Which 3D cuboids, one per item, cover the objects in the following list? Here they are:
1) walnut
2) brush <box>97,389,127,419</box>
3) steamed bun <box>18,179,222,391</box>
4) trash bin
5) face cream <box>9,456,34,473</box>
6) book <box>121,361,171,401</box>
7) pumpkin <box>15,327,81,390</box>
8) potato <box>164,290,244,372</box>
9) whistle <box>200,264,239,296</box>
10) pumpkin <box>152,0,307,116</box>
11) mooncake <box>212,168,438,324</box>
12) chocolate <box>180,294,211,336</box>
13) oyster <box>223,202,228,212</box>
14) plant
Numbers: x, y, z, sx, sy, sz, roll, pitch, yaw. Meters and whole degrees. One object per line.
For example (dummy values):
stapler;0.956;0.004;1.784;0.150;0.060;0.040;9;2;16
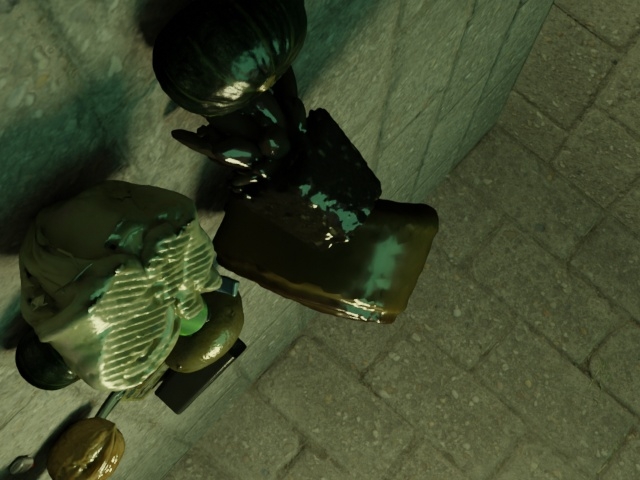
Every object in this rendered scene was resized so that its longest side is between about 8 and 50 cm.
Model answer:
walnut;-0.528;0.483;1.932;0.184;0.155;0.155;-51;169;2
brush;-0.544;0.476;2.067;0.297;0.060;0.068;-52;166;18
steamed bun;-0.301;0.049;1.190;0.268;0.207;0.280;-48;151;-26
trash bin;-0.324;0.345;2.291;0.225;0.115;0.165;-49;179;7
face cream;-0.639;0.484;1.830;0.040;0.021;0.083;-47;168;-7
book;-0.435;0.347;2.175;0.168;0.013;0.192;-48;168;-2
pumpkin;-0.412;0.169;1.378;0.167;0.125;0.167;-44;167;-13
potato;-0.266;0.196;1.928;0.235;0.160;0.178;-51;177;-1
whistle;-0.246;0.064;1.600;0.269;0.180;0.093;-151;-108;-77
pumpkin;-0.114;-0.249;1.064;0.211;0.152;0.211;-48;-173;8
mooncake;0.000;0.000;1.633;0.393;0.394;0.246;11;99;-36
chocolate;-0.316;0.133;1.708;0.110;0.110;0.291;-49;166;-1
oyster;-0.170;-0.064;1.775;0.086;0.029;0.132;-51;167;-25
plant;-0.066;-0.124;1.292;0.182;0.321;0.194;-20;-143;50
